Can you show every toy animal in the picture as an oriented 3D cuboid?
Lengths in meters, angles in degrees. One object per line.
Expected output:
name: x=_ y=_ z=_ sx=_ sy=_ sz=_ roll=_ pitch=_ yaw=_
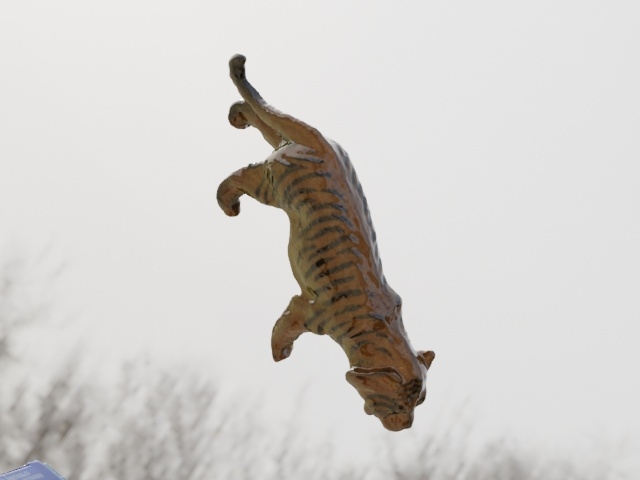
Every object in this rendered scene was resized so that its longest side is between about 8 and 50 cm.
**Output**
toy animal: x=0.000 y=0.000 z=1.127 sx=0.099 sy=0.057 sz=0.241 roll=-7 pitch=-76 yaw=47

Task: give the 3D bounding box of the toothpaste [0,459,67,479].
toothpaste: x=-0.217 y=0.249 z=1.058 sx=0.053 sy=0.272 sz=0.066 roll=36 pitch=18 yaw=20
